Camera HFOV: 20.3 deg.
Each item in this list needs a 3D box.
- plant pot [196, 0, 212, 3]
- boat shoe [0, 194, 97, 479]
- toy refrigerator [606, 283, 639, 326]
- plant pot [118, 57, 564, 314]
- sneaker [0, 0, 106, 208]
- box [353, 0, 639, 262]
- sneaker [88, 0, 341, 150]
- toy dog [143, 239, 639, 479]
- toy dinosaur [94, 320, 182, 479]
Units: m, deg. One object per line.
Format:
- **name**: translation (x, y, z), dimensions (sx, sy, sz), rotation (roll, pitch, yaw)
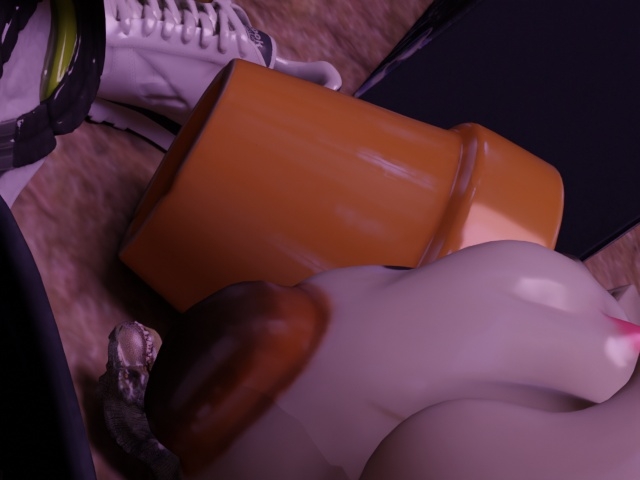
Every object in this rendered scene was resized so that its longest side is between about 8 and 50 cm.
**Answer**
- **plant pot**: translation (-0.124, -0.252, 0.789), dimensions (0.212, 0.187, 0.212), rotation (45, 21, 27)
- **boat shoe**: translation (-0.122, 0.200, 0.555), dimensions (0.187, 0.156, 0.500), rotation (5, 68, -55)
- **toy refrigerator**: translation (0.135, 0.112, 1.131), dimensions (0.269, 0.102, 0.094), rotation (-35, 105, -62)
- **plant pot**: translation (0.000, 0.000, 0.991), dimensions (0.188, 0.205, 0.205), rotation (31, 33, -11)
- **sneaker**: translation (-0.204, -0.028, 0.791), dimensions (0.300, 0.121, 0.111), rotation (-60, 141, -42)
- **box**: translation (0.243, -0.176, 1.435), dimensions (0.212, 0.293, 0.395), rotation (50, 28, -8)
- **sneaker**: translation (-0.094, -0.116, 1.061), dimensions (0.235, 0.095, 0.090), rotation (24, 42, -42)
- **toy dog**: translation (0.079, 0.177, 0.702), dimensions (0.285, 0.395, 0.408), rotation (26, 31, -37)
- **toy dinosaur**: translation (-0.013, 0.151, 0.905), dimensions (0.268, 0.064, 0.118), rotation (49, 30, 14)
